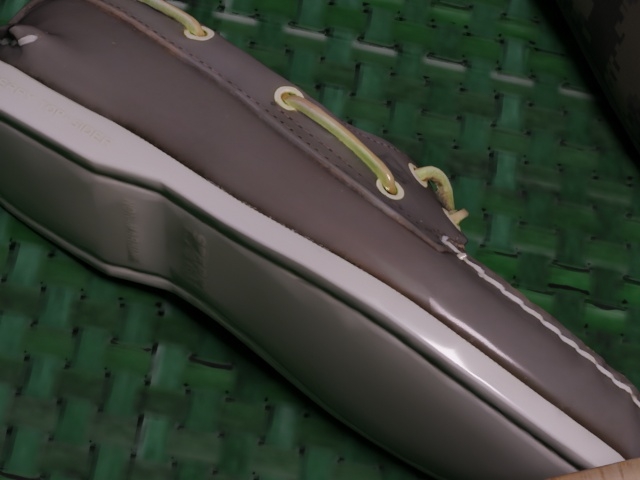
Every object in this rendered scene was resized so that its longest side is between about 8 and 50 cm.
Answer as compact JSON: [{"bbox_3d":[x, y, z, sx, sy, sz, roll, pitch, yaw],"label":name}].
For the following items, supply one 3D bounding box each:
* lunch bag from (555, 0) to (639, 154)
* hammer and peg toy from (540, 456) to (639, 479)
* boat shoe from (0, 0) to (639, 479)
[{"bbox_3d":[0.262,-0.160,0.754,0.256,0.305,0.213,-19,65,-21],"label":"lunch bag"},{"bbox_3d":[0.137,0.242,0.574,0.266,0.127,0.361,-11,78,-19],"label":"hammer and peg toy"},{"bbox_3d":[0.000,-0.002,0.714,0.305,0.109,0.091,32,62,12],"label":"boat shoe"}]
